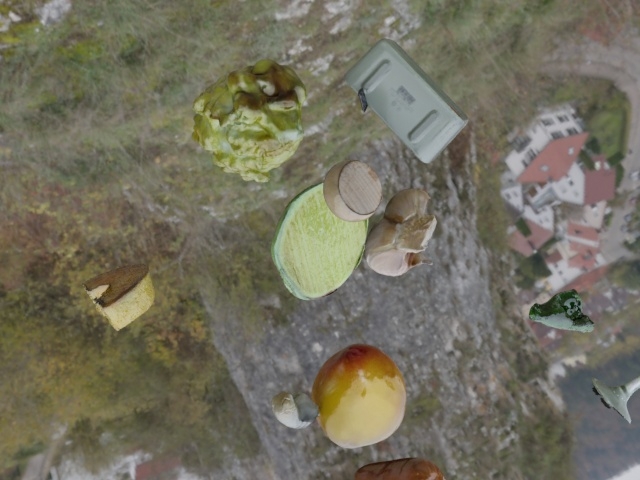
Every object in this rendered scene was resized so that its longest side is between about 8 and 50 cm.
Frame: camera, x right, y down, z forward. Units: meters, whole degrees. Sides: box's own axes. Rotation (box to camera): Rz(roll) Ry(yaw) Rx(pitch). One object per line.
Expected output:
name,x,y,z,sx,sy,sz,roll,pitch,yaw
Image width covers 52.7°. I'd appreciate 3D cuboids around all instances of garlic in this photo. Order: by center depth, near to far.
garlic,0.158,-0.016,1.217,0.174,0.124,0.099,-66,156,-15

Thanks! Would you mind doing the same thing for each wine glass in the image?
wine glass,0.824,0.304,1.567,0.321,0.143,0.143,-45,153,20

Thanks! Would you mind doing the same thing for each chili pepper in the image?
chili pepper,0.565,0.168,1.524,0.216,0.108,0.062,8,140,-37

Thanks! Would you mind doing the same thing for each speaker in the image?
speaker,0.284,-0.462,2.114,0.184,0.406,0.183,-45,175,24

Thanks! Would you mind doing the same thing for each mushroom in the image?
mushroom,-0.070,0.464,1.761,0.099,0.096,0.278,15,170,17

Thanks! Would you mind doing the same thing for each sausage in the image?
sausage,0.170,0.512,1.346,0.113,0.114,0.259,-13,166,-31

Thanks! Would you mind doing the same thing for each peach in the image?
peach,0.123,0.454,1.936,0.289,0.308,0.289,3,-177,0

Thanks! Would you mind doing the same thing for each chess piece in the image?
chess piece,0.043,-0.066,0.859,0.083,0.084,0.038,-10,173,-35

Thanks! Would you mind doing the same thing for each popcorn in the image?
popcorn,-0.188,-0.309,1.658,0.312,0.312,0.312,-22,158,-10

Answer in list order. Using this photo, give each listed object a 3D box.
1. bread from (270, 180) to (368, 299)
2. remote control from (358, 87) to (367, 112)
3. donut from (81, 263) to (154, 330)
bread,0.003,-0.005,1.534,0.301,0.045,0.301,-19,119,-38
remote control,0.132,-0.443,2.042,0.034,0.016,0.091,-65,157,-21
donut,-0.470,0.123,1.554,0.152,0.101,0.259,-30,-162,-21
